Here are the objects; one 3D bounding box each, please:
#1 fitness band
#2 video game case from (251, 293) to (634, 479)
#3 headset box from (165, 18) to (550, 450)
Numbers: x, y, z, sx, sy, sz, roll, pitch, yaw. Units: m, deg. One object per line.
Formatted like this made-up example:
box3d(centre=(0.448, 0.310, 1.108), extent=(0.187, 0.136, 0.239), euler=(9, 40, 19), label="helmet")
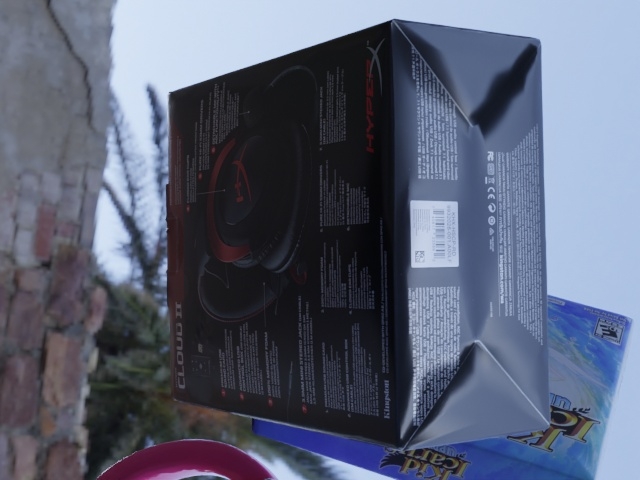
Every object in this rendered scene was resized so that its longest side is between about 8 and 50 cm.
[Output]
box3d(centre=(-0.103, 0.291, 0.827), extent=(0.209, 0.054, 0.291), euler=(-21, -124, 10), label="fitness band")
box3d(centre=(0.113, 0.110, 0.915), extent=(0.269, 0.244, 0.061), euler=(15, -58, 15), label="video game case")
box3d(centre=(0.000, 0.000, 0.678), extent=(0.293, 0.110, 0.218), euler=(-4, -93, 57), label="headset box")
